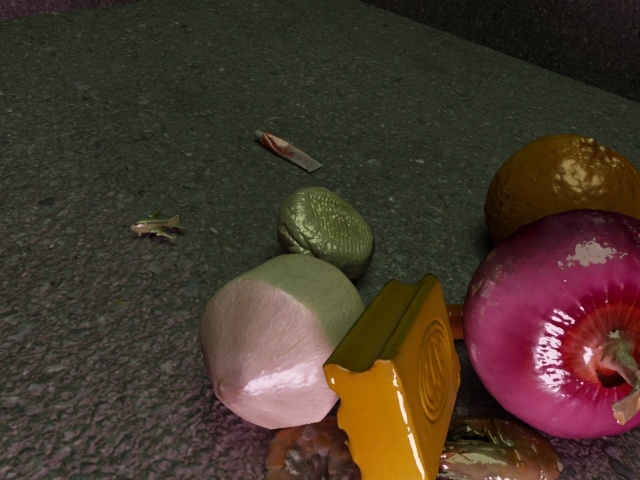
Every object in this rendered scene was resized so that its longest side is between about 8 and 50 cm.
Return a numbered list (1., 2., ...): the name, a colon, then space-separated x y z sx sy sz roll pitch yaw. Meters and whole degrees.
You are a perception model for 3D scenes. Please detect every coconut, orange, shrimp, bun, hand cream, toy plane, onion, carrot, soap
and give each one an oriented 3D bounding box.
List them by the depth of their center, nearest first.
1. shrimp: 0.027 0.354 0.760 0.164 0.062 0.317 -13 38 -22
2. soap: 0.120 0.189 0.818 0.096 0.204 0.324 -11 12 24
3. coconut: -0.061 0.151 0.846 0.237 0.237 0.266 21 23 15
4. shrimp: 0.228 0.312 0.863 0.267 0.061 0.145 -1 29 -9
5. onion: 0.416 0.138 0.876 0.358 0.358 0.345 -9 25 -24
6. carrot: 0.277 0.152 1.082 0.225 0.067 0.067 3 37 -13
7. bun: 0.000 0.000 1.161 0.220 0.134 0.220 28 37 -23
8. toy plane: -0.339 -0.031 1.201 0.111 0.040 0.102 -14 41 -27
9. orange: 0.540 -0.078 1.259 0.340 0.293 0.341 8 38 -6
10. hand cream: -0.095 -0.242 1.553 0.216 0.038 0.052 32 69 21
